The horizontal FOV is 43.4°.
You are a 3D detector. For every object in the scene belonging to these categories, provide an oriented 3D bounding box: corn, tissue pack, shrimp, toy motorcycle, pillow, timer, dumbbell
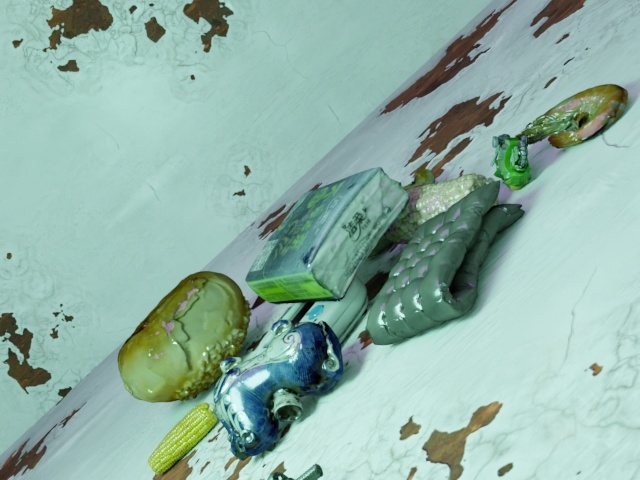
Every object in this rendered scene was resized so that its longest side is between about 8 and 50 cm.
[{"bbox_3d":[0.244,-0.067,1.723,0.126,0.126,0.335,-50,16,-26],"label":"corn"},{"bbox_3d":[0.000,0.000,1.795,0.288,0.124,0.394,-56,16,-19],"label":"tissue pack"},{"bbox_3d":[0.502,-0.237,1.616,0.249,0.068,0.150,-20,31,50],"label":"shrimp"},{"bbox_3d":[0.392,-0.160,1.642,0.074,0.106,0.190,-2,13,0],"label":"toy motorcycle"},{"bbox_3d":[-0.316,0.455,1.862,0.206,0.067,0.067,-46,13,1],"label":"corn"},{"bbox_3d":[0.223,0.043,1.483,0.228,0.101,0.326,-34,14,48],"label":"pillow"},{"bbox_3d":[-0.014,0.185,1.762,0.262,0.087,0.237,-49,14,-27],"label":"timer"},{"bbox_3d":[-0.093,0.425,1.234,0.254,0.081,0.081,-42,13,13],"label":"dumbbell"}]

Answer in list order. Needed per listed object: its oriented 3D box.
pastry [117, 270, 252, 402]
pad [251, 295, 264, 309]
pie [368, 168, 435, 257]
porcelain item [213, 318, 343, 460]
[{"bbox_3d":[-0.354,0.269,2.169,0.409,0.245,0.409,-44,11,11],"label":"pastry"},{"bbox_3d":[-0.106,0.111,2.477,0.267,0.004,0.181,-37,14,30],"label":"pad"},{"bbox_3d":[0.174,-0.065,2.052,0.302,0.067,0.302,-39,14,11],"label":"pie"},{"bbox_3d":[-0.080,0.279,1.531,0.288,0.138,0.186,-33,44,13],"label":"porcelain item"}]
